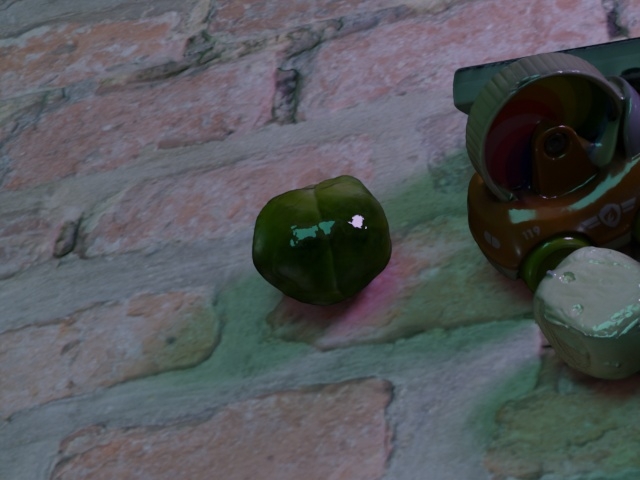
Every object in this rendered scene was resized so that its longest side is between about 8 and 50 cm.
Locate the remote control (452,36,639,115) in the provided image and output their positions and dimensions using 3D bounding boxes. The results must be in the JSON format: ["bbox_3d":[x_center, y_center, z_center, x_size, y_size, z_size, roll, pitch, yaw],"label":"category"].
[{"bbox_3d":[0.304,-0.162,1.920,0.344,0.145,0.050,-7,77,40],"label":"remote control"}]

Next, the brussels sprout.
[{"bbox_3d":[-0.001,0.004,1.940,0.155,0.117,0.155,-10,13,2],"label":"brussels sprout"}]

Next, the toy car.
[{"bbox_3d":[0.239,-0.084,1.833,0.235,0.235,0.145,-26,37,-2],"label":"toy car"}]

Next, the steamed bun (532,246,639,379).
[{"bbox_3d":[0.264,0.071,1.732,0.112,0.091,0.130,-41,43,-14],"label":"steamed bun"}]
